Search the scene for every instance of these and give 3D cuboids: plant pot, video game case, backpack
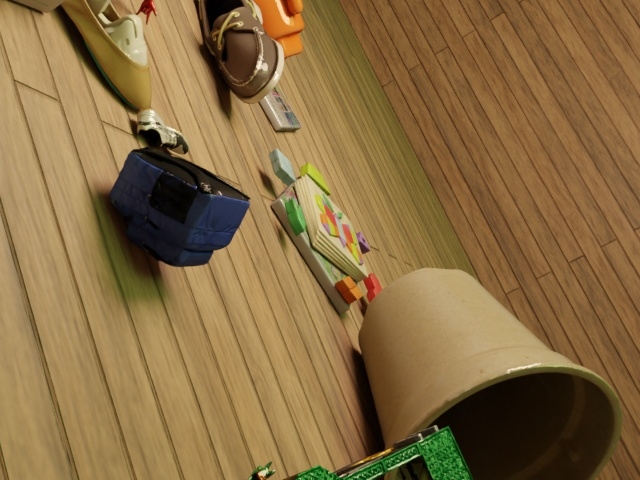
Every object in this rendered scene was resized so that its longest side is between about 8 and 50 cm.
[{"bbox_3d":[0.200,0.209,1.093,0.334,0.333,0.305,48,9,-36],"label":"plant pot"},{"bbox_3d":[0.000,0.000,1.282,0.212,0.023,0.193,58,17,-9],"label":"video game case"},{"bbox_3d":[-0.099,-0.285,1.472,0.157,0.019,0.143,60,16,0],"label":"video game case"},{"bbox_3d":[-0.154,-0.036,0.763,0.120,0.101,0.098,32,4,19],"label":"backpack"}]

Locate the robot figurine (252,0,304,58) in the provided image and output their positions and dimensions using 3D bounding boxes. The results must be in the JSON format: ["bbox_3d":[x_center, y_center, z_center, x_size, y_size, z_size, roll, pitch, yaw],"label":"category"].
[{"bbox_3d":[-0.112,-0.460,1.475,0.158,0.128,0.220,-150,-141,-75],"label":"robot figurine"}]

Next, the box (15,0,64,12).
[{"bbox_3d":[-0.297,-0.310,0.782,0.087,0.102,0.101,61,16,7],"label":"box"}]

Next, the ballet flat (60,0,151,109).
[{"bbox_3d":[-0.255,-0.264,0.882,0.232,0.073,0.080,56,18,-17],"label":"ballet flat"}]

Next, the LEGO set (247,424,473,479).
[{"bbox_3d":[0.045,0.338,0.694,0.254,0.192,0.331,-23,79,-44],"label":"LEGO set"}]

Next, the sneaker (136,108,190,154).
[{"bbox_3d":[-0.194,-0.123,0.916,0.083,0.031,0.037,37,42,-43],"label":"sneaker"}]

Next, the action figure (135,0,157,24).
[{"bbox_3d":[-0.288,-0.390,0.998,0.280,0.139,0.091,35,24,-8],"label":"action figure"}]

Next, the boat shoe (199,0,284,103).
[{"bbox_3d":[-0.145,-0.349,1.285,0.096,0.116,0.324,40,22,-39],"label":"boat shoe"}]

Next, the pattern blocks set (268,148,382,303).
[{"bbox_3d":[0.023,-0.016,1.288,0.325,0.026,0.286,32,33,-59],"label":"pattern blocks set"}]
